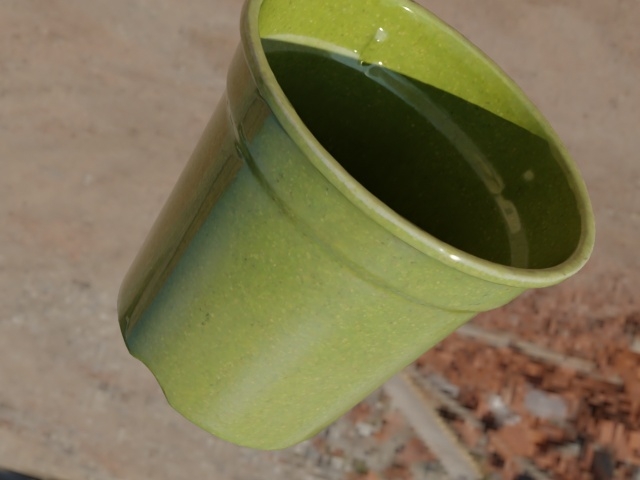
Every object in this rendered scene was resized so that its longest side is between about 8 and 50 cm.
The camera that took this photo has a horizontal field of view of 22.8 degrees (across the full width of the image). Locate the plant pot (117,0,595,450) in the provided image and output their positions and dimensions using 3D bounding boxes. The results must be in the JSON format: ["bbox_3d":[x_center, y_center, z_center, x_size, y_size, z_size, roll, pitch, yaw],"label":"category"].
[{"bbox_3d":[0.000,0.000,1.078,0.276,0.276,0.254,24,125,-24],"label":"plant pot"}]
